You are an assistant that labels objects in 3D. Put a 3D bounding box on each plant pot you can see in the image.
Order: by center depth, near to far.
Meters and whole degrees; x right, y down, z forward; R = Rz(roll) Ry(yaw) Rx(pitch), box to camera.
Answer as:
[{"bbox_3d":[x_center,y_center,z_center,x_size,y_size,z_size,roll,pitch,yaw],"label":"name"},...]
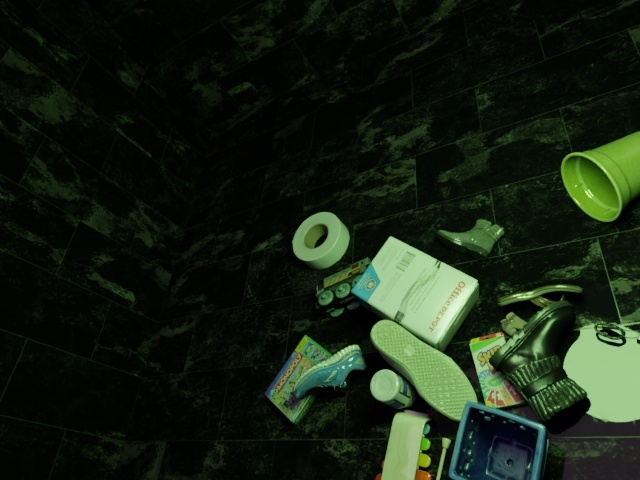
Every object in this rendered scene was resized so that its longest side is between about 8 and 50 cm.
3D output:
[{"bbox_3d":[0.545,0.647,1.343,0.235,0.212,0.236,6,65,38],"label":"plant pot"},{"bbox_3d":[1.050,-0.246,1.579,0.253,0.276,0.276,-30,46,1],"label":"plant pot"}]

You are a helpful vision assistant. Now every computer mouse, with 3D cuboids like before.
[{"bbox_3d":[0.975,0.269,1.375,0.242,0.041,0.071,-9,57,33],"label":"computer mouse"}]

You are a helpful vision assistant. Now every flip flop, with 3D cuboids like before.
[{"bbox_3d":[0.766,0.205,1.574,0.276,0.112,0.080,-17,77,24],"label":"flip flop"}]

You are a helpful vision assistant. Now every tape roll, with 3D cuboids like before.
[{"bbox_3d":[0.000,0.000,2.276,0.286,0.100,0.286,-19,52,26],"label":"tape roll"}]

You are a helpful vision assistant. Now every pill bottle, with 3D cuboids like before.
[{"bbox_3d":[0.269,0.546,1.634,0.111,0.186,0.112,-19,52,26],"label":"pill bottle"}]

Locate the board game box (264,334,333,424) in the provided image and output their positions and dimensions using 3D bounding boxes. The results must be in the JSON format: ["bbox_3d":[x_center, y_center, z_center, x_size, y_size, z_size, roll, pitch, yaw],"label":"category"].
[{"bbox_3d":[-0.081,0.599,1.961,0.213,0.046,0.317,26,78,43],"label":"board game box"}]

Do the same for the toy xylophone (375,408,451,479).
[{"bbox_3d":[0.318,0.749,1.534,0.236,0.081,0.323,8,66,40],"label":"toy xylophone"}]

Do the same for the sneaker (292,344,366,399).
[{"bbox_3d":[0.039,0.557,1.813,0.329,0.130,0.147,-31,68,0],"label":"sneaker"}]

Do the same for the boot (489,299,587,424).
[{"bbox_3d":[0.749,0.384,1.432,0.348,0.131,0.260,-43,46,2],"label":"boot"}]

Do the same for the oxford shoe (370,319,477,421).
[{"bbox_3d":[0.365,0.457,1.612,0.169,0.130,0.449,-44,61,-12],"label":"oxford shoe"}]

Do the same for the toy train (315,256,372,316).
[{"bbox_3d":[0.123,0.209,2.026,0.333,0.142,0.190,-27,36,21],"label":"toy train"}]

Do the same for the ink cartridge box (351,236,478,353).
[{"bbox_3d":[0.367,0.208,1.747,0.394,0.166,0.285,30,76,32],"label":"ink cartridge box"}]

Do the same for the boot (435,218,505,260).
[{"bbox_3d":[0.619,-0.025,1.862,0.246,0.083,0.161,26,71,39],"label":"boot"}]

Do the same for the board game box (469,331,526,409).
[{"bbox_3d":[0.608,0.447,1.565,0.124,0.039,0.260,-22,47,22],"label":"board game box"}]

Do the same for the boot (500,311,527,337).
[{"bbox_3d":[0.702,0.290,1.596,0.118,0.042,0.087,-35,44,11],"label":"boot"}]

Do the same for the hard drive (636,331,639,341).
[{"bbox_3d":[1.044,0.267,1.370,0.094,0.022,0.135,26,78,44],"label":"hard drive"}]
